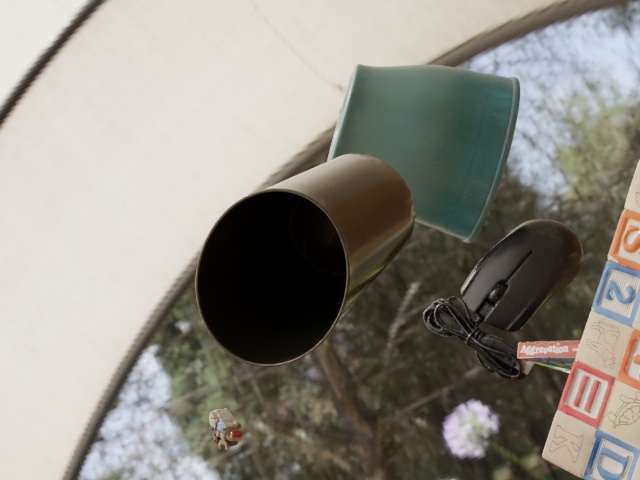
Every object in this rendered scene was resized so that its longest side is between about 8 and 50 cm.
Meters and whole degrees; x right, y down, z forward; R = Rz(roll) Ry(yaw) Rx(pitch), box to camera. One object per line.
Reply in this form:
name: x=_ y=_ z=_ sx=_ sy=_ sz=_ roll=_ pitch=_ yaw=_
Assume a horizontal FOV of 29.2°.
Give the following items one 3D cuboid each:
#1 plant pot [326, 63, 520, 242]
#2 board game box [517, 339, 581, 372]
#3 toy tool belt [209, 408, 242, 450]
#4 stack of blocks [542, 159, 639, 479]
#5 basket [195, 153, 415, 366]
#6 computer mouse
plant pot: x=0.151 y=-0.160 z=1.935 sx=0.255 sy=0.272 sz=0.272 roll=16 pitch=-21 yaw=-3
board game box: x=0.426 y=0.181 z=1.755 sx=0.281 sy=0.027 sz=0.145 roll=18 pitch=-18 yaw=-40
toy tool belt: x=-0.152 y=0.312 z=1.980 sx=0.052 sy=0.083 sz=0.051 roll=-4 pitch=-62 yaw=-31
stack of blocks: x=0.302 y=0.063 z=0.935 sx=0.087 sy=0.297 sz=0.171 roll=11 pitch=8 yaw=-42
basket: x=0.000 y=0.000 z=1.274 sx=0.204 sy=0.154 sz=0.227 roll=-58 pitch=-11 yaw=32
computer mouse: x=0.302 y=0.064 z=1.864 sx=0.272 sy=0.188 sz=0.072 roll=-48 pitch=-25 yaw=-19
